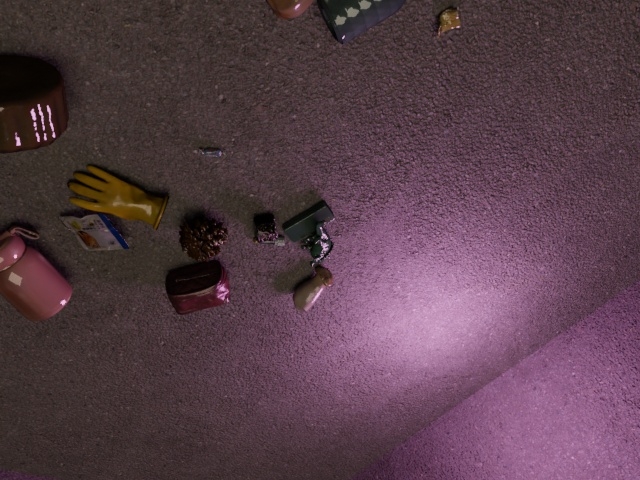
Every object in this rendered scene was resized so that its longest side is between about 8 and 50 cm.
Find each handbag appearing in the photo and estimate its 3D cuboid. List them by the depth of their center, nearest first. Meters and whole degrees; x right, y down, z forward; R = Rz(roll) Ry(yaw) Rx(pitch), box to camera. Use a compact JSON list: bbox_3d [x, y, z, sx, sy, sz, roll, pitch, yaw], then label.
[{"bbox_3d":[-0.447,0.168,1.823,0.225,0.146,0.135,-13,134,-2],"label":"handbag"}]

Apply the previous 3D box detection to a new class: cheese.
[{"bbox_3d":[0.362,-0.632,1.456,0.084,0.041,0.060,-38,138,-4],"label":"cheese"}]

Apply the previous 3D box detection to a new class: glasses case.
[{"bbox_3d":[-0.044,-0.067,1.810,0.184,0.039,0.078,-30,130,10],"label":"glasses case"}]

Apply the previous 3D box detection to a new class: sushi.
[{"bbox_3d":[-0.193,-0.037,1.760,0.084,0.094,0.098,-12,126,-10],"label":"sushi"}]

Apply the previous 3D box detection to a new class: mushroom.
[{"bbox_3d":[-0.036,0.198,1.996,0.088,0.097,0.212,36,112,-25],"label":"mushroom"}]

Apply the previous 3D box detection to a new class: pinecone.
[{"bbox_3d":[-0.394,-0.009,1.692,0.173,0.174,0.174,-8,130,-9],"label":"pinecone"}]

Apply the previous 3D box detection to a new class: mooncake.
[{"bbox_3d":[-0.779,-0.331,1.226,0.290,0.290,0.161,-2,132,-14],"label":"mooncake"}]

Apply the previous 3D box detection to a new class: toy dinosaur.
[{"bbox_3d":[-0.015,0.009,1.830,0.120,0.079,0.292,-31,151,-4],"label":"toy dinosaur"}]

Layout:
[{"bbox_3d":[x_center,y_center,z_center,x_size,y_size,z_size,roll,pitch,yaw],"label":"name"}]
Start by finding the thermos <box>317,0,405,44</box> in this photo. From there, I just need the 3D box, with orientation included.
[{"bbox_3d":[0.136,-0.657,1.299,0.286,0.145,0.182,-30,151,7],"label":"thermos"}]

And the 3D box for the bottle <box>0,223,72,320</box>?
[{"bbox_3d":[-0.952,0.098,1.618,0.206,0.173,0.297,-42,133,-22],"label":"bottle"}]

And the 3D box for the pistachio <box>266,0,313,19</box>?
[{"bbox_3d":[-0.060,-0.687,1.215,0.197,0.166,0.288,-12,131,-39],"label":"pistachio"}]

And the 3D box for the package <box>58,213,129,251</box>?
[{"bbox_3d":[-0.734,-0.025,1.622,0.173,0.027,0.171,-2,137,15],"label":"package"}]

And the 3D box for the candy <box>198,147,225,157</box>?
[{"bbox_3d":[-0.340,-0.274,1.567,0.083,0.020,0.030,2,128,-20],"label":"candy"}]

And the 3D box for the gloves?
[{"bbox_3d":[-0.636,-0.137,1.563,0.294,0.116,0.133,20,94,-19],"label":"gloves"}]

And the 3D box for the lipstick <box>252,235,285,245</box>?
[{"bbox_3d":[-0.189,0.001,1.831,0.116,0.037,0.037,1,129,-12],"label":"lipstick"}]
